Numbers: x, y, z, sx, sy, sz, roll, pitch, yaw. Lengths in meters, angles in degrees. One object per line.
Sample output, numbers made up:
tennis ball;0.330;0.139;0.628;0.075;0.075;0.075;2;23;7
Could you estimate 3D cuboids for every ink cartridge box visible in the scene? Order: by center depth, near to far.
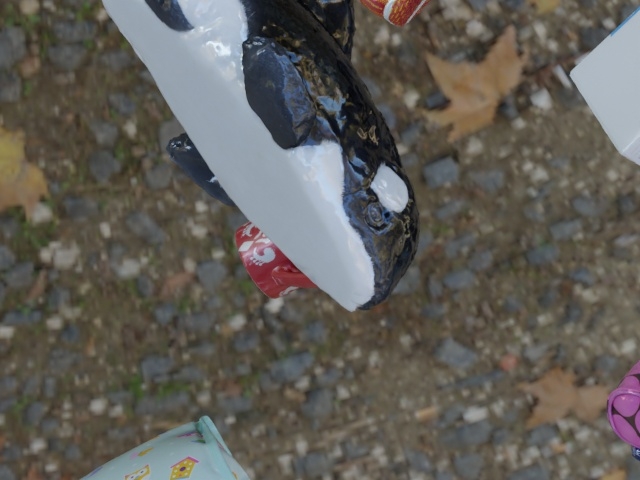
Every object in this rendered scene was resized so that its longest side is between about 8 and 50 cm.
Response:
ink cartridge box;0.268;-0.096;1.024;0.143;0.090;0.092;23;122;-40

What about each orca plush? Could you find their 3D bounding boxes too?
orca plush;-0.036;-0.103;0.717;0.102;0.287;0.151;-38;160;-25

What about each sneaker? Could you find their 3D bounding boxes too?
sneaker;0.093;-0.244;1.216;0.175;0.067;0.064;-36;158;-39

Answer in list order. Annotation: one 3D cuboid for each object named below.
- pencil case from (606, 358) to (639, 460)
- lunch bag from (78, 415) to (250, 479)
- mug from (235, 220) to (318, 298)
pencil case;0.426;0.171;1.724;0.209;0.098;0.095;-38;143;-43
lunch bag;-0.163;0.297;1.408;0.223;0.262;0.160;-29;98;-6
mug;-0.004;-0.009;1.585;0.169;0.150;0.113;-28;97;16
